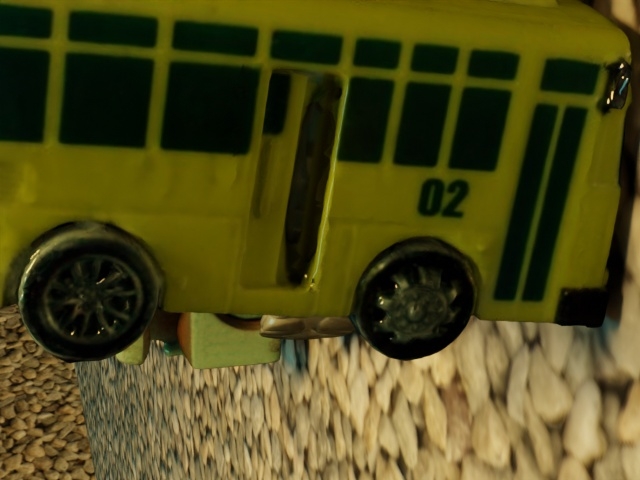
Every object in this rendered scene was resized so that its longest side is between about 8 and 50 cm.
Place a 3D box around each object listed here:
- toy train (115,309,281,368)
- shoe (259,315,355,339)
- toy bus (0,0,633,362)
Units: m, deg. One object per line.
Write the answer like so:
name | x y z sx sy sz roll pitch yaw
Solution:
toy train | -0.090 -0.065 0.907 0.129 0.159 0.326 -131 41 -61
shoe | 0.000 0.000 0.777 0.169 0.071 0.099 124 145 -66
toy bus | -0.016 -0.044 0.487 0.128 0.262 0.150 -129 44 -62
